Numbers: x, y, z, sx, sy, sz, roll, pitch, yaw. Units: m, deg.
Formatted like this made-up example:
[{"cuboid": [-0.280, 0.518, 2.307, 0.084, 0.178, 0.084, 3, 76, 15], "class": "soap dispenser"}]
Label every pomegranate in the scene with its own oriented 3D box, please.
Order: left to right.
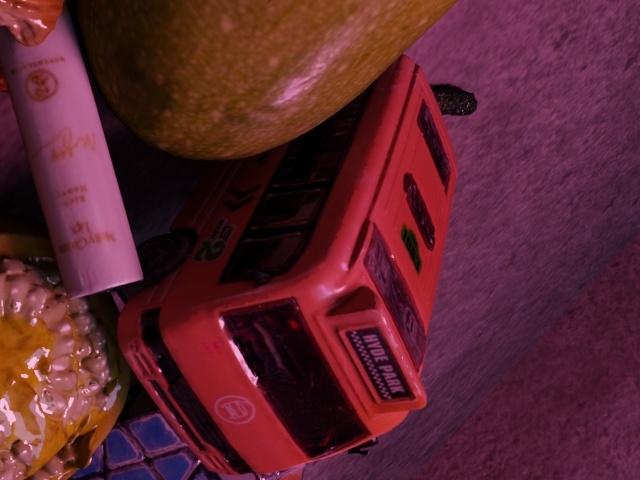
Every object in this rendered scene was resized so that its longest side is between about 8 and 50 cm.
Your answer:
[{"cuboid": [-0.291, 0.063, 0.597, 0.261, 0.261, 0.340, -17, 107, -45], "class": "pomegranate"}]

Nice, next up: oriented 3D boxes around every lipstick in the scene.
[{"cuboid": [-0.191, -0.088, 0.551, 0.059, 0.263, 0.059, -16, 180, 0], "class": "lipstick"}]

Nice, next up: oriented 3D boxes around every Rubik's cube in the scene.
[{"cuboid": [-0.167, 0.249, 0.920, 0.319, 0.319, 0.264, -58, 175, 13], "class": "Rubik's cube"}]

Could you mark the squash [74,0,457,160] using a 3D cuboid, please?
[{"cuboid": [-0.074, -0.210, 0.567, 0.309, 0.310, 0.310, -44, 153, 17], "class": "squash"}]

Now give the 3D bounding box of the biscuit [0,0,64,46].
[{"cuboid": [-0.240, -0.227, 0.441, 0.229, 0.031, 0.176, 23, 78, -48], "class": "biscuit"}]

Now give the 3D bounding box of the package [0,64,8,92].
[{"cuboid": [-0.248, -0.150, 0.598, 0.111, 0.033, 0.077, -15, 126, -53], "class": "package"}]

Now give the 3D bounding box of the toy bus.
[{"cuboid": [0.000, 0.000, 0.721, 0.203, 0.233, 0.426, 62, 29, -29], "class": "toy bus"}]

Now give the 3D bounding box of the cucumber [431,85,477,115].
[{"cuboid": [0.145, -0.197, 1.077, 0.257, 0.043, 0.044, -13, 128, -47], "class": "cucumber"}]
